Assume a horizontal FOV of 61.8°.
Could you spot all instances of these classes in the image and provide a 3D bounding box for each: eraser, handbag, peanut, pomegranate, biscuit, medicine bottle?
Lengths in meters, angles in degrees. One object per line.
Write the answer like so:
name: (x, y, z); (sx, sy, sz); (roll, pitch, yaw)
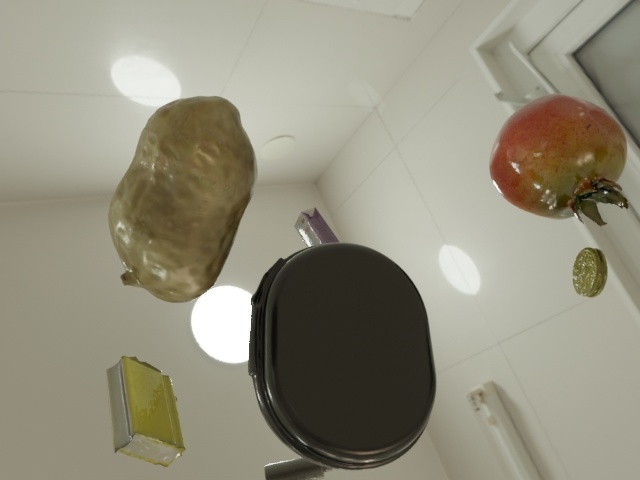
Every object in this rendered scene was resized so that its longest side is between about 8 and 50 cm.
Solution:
eraser: (-0.386, 0.373, 1.182); (0.158, 0.069, 0.226); (41, -168, -43)
handbag: (0.028, 0.145, 0.723); (0.253, 0.093, 0.308); (5, -119, -13)
peanut: (-0.137, -0.038, 0.526); (0.129, 0.225, 0.129); (18, -156, -8)
pomegranate: (0.420, -0.133, 0.927); (0.220, 0.221, 0.257); (2, -135, -32)
biscuit: (0.449, 0.053, 0.893); (0.023, 0.084, 0.084); (8, -127, 0)
medicine bottle: (-0.030, 0.539, 1.261); (0.198, 0.058, 0.058); (-11, -117, -3)

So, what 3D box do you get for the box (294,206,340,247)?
box: (0.000, 0.000, 0.966); (0.036, 0.051, 0.117); (-21, -115, -33)
